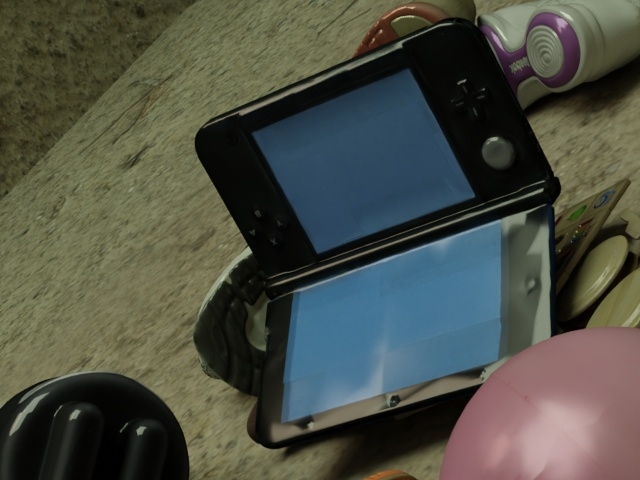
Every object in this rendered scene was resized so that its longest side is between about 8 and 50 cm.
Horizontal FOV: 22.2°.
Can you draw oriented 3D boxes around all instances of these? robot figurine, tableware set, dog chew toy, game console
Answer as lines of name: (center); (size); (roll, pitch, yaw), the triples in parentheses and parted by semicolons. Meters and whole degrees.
robot figurine: (-0.217, 0.208, 1.456); (0.173, 0.209, 0.278); (-38, 6, -21)
tableware set: (0.230, 0.049, 1.252); (0.128, 0.039, 0.194); (-50, 10, 7)
dog chew toy: (0.101, 0.201, 0.852); (0.332, 0.206, 0.206); (-43, 17, -4)
game console: (0.033, -0.003, 1.331); (0.293, 0.250, 0.173); (-20, 17, 31)

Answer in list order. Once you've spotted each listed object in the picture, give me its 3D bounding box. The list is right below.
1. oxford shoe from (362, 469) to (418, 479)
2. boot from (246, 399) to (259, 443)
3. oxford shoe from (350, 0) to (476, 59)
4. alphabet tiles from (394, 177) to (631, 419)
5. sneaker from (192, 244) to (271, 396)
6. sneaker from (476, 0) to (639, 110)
oxford shoe: (0.024, 0.278, 1.033); (0.133, 0.130, 0.363); (8, 32, 23)
boot: (0.038, 0.068, 1.492); (0.207, 0.090, 0.248); (-28, 25, 43)
oxford shoe: (0.053, -0.130, 1.881); (0.397, 0.140, 0.146); (-44, -1, 36)
alphabet tiles: (0.152, 0.055, 1.389); (0.237, 0.009, 0.198); (-52, 11, -32)
sneaker: (0.000, 0.000, 1.696); (0.410, 0.158, 0.182); (-44, 7, -24)
sneaker: (0.267, -0.210, 1.759); (0.152, 0.114, 0.305); (-19, 10, -15)
